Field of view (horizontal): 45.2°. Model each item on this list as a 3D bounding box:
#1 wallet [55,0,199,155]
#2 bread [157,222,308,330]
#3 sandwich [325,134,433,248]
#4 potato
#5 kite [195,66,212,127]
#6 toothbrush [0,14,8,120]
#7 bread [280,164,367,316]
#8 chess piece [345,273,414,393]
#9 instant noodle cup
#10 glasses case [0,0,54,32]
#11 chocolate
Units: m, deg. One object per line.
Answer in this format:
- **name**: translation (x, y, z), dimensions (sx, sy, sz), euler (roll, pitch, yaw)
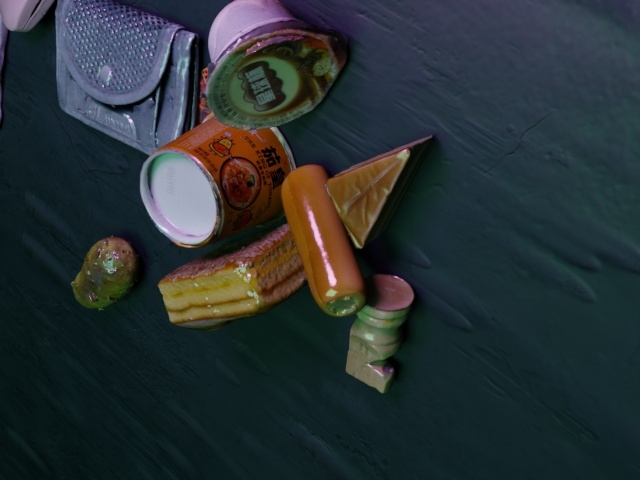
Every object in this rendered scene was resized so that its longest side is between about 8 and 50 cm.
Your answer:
- **wallet**: translation (-0.357, -0.295, 1.358), dimensions (0.342, 0.075, 0.237), euler (27, 120, 29)
- **bread**: translation (-0.127, 0.062, 1.265), dimensions (0.234, 0.184, 0.110), euler (-15, 104, 43)
- **sandwich**: translation (0.104, -0.067, 1.093), dimensions (0.163, 0.079, 0.113), euler (-20, 99, 41)
- **potato**: translation (-0.446, 0.074, 1.590), dimensions (0.117, 0.090, 0.225), euler (54, 132, 6)
- **kite**: translation (-0.216, -0.232, 1.321), dimensions (0.125, 0.008, 0.222), euler (29, 125, 29)
- **toothbrush**: translation (-0.669, -0.384, 1.598), dimensions (0.028, 0.037, 0.375), euler (35, 126, 17)
- **bread**: translation (0.000, 0.000, 1.154), dimensions (0.092, 0.074, 0.239), euler (-42, 57, 41)
- **chess piece**: translation (0.088, 0.154, 1.215), dimensions (0.090, 0.090, 0.200), euler (29, 133, 25)
- **instant noodle cup**: translation (-0.170, -0.093, 1.231), dimensions (0.216, 0.172, 0.215), euler (16, 120, 29)
- **glasses case**: translation (-0.507, -0.489, 1.378), dimensions (0.297, 0.075, 0.113), euler (-33, 70, 44)
- **chocolate**: translation (-0.081, -0.276, 1.097), dimensions (0.221, 0.221, 0.147), euler (-43, 56, 42)
